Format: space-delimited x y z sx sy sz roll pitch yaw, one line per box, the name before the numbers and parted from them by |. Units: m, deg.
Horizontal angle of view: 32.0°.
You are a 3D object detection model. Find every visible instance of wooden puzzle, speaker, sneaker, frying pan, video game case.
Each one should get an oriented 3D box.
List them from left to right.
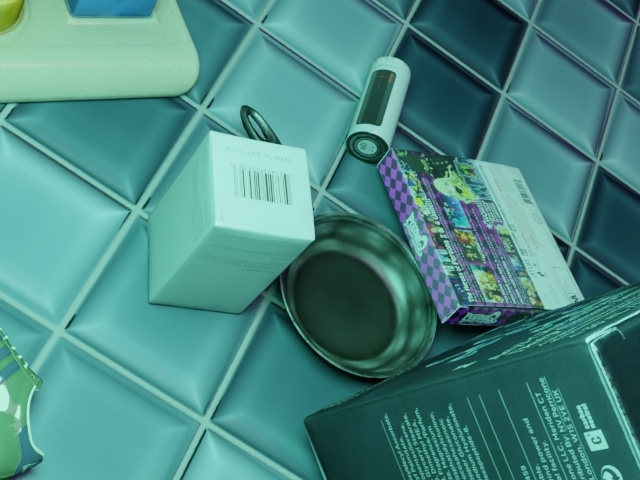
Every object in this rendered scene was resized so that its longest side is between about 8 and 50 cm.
sneaker | -0.291 0.120 0.985 0.086 0.064 0.192 5 61 -37
wooden puzzle | -0.313 -0.318 1.211 0.322 0.080 0.348 -7 67 -34
frying pan | -0.011 0.020 1.211 0.326 0.053 0.197 39 50 -6
speaker | 0.072 -0.162 1.369 0.055 0.055 0.136 29 52 -14
video game case | 0.193 -0.001 1.320 0.210 0.042 0.232 5 50 -34

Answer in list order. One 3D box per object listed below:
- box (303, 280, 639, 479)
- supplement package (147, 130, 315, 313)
box | 0.231 0.179 1.026 0.293 0.395 0.212 -19 85 -38
supplement package | -0.093 -0.013 1.099 0.105 0.179 0.105 8 59 -27
